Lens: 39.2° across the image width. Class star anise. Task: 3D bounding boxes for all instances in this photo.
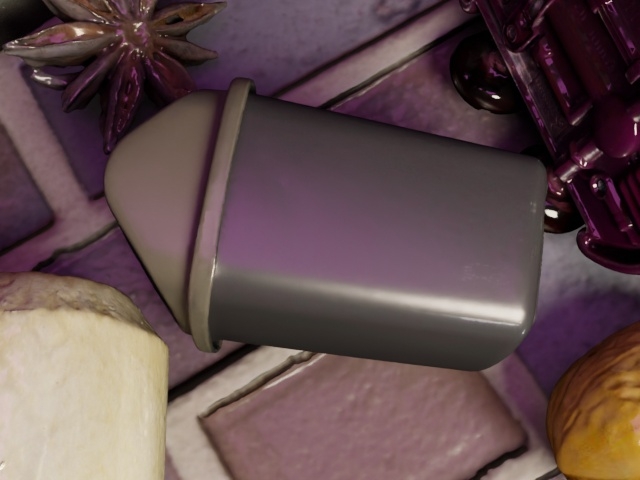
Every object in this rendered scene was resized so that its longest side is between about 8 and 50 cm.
[{"bbox_3d":[-0.159,-0.168,0.763,0.182,0.065,0.195,-45,102,-21],"label":"star anise"}]

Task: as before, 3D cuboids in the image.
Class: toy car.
[{"bbox_3d":[0.269,-0.156,0.682,0.240,0.271,0.341,-14,75,-23],"label":"toy car"}]

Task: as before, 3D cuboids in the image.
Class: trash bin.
[{"bbox_3d":[0.000,0.000,0.654,0.290,0.209,0.182,10,73,0],"label":"trash bin"}]

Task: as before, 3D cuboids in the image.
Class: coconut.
[{"bbox_3d":[-0.204,0.140,0.622,0.202,0.202,0.222,0,70,2],"label":"coconut"}]

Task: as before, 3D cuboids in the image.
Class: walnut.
[{"bbox_3d":[0.248,0.129,0.640,0.180,0.144,0.144,-33,75,-11],"label":"walnut"}]

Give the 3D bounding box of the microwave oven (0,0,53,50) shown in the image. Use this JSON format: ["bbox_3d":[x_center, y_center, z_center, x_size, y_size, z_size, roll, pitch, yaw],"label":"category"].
[{"bbox_3d":[-0.343,-0.362,0.756,0.432,0.236,0.374,-37,76,-9],"label":"microwave oven"}]
